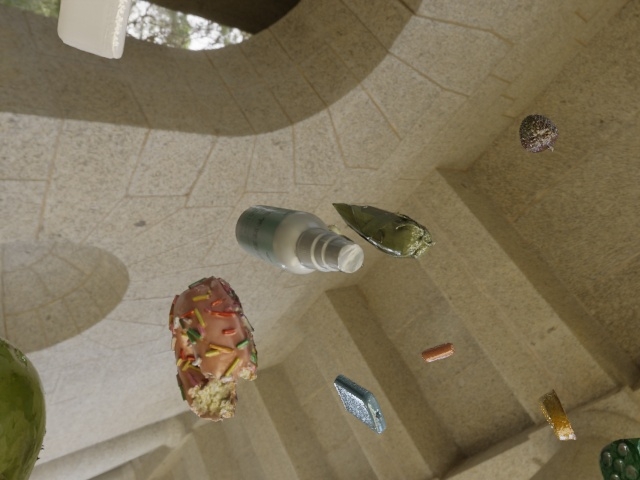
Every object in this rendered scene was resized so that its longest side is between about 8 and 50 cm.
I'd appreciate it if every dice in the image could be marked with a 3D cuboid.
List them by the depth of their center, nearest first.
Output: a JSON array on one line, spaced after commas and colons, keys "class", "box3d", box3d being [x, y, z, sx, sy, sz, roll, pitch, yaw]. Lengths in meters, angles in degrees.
[{"class": "dice", "box3d": [0.763, 0.554, 1.054, 0.120, 0.128, 0.131, -78, -169, -49]}]

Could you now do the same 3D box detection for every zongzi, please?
[{"class": "zongzi", "box3d": [0.074, -0.018, 0.558, 0.055, 0.119, 0.109, -64, -171, 1]}]

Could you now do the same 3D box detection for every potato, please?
[{"class": "potato", "box3d": [-0.452, 0.259, 0.523, 0.216, 0.216, 0.304, 25, -91, 41]}]

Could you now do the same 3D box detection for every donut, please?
[{"class": "donut", "box3d": [-0.175, 0.158, 0.681, 0.199, 0.085, 0.233, 62, -35, 30]}, {"class": "donut", "box3d": [0.503, 0.371, 0.948, 0.043, 0.108, 0.097, -24, -99, 14]}]

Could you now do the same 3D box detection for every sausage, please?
[{"class": "sausage", "box3d": [0.290, 0.276, 1.095, 0.083, 0.034, 0.034, -22, -103, 15]}]

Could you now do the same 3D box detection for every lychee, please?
[{"class": "lychee", "box3d": [0.417, -0.202, 0.851, 0.067, 0.068, 0.083, -32, -93, 29]}]

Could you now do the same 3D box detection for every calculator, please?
[{"class": "calculator", "box3d": [0.104, 0.437, 1.196, 0.210, 0.039, 0.121, 4, -59, 64]}]

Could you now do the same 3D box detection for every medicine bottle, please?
[{"class": "medicine bottle", "box3d": [-0.044, 0.002, 0.787, 0.352, 0.110, 0.110, 15, -74, 59]}]

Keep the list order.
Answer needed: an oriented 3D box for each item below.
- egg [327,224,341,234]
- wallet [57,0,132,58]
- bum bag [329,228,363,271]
[{"class": "egg", "box3d": [0.042, -0.023, 1.801, 0.083, 0.071, 0.071, -48, -120, 16]}, {"class": "wallet", "box3d": [-0.313, -0.364, 0.628, 0.033, 0.095, 0.190, -100, -154, -68]}, {"class": "bum bag", "box3d": [0.000, 0.000, 1.016, 0.232, 0.106, 0.060, 31, -50, 15]}]
